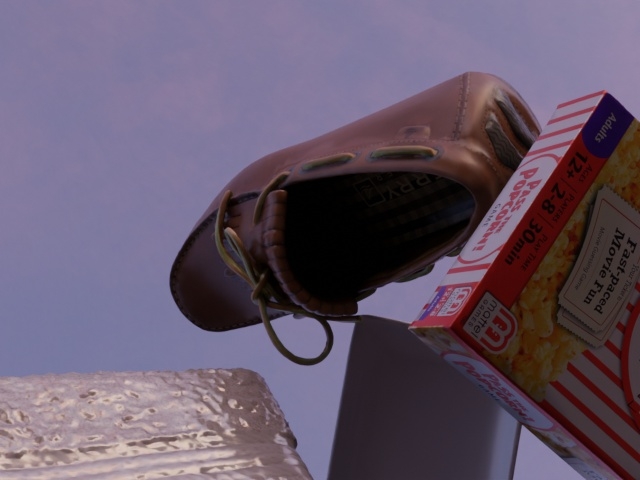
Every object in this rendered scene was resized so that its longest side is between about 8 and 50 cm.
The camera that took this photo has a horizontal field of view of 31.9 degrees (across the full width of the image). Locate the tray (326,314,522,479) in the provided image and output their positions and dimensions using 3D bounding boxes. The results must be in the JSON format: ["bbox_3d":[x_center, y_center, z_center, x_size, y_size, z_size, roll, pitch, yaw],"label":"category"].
[{"bbox_3d":[0.077,0.202,0.894,0.145,0.030,0.271,10,-87,11],"label":"tray"}]

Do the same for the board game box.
[{"bbox_3d":[0.159,0.045,0.557,0.193,0.045,0.147,40,-108,-15],"label":"board game box"}]

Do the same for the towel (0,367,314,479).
[{"bbox_3d":[-0.133,0.151,0.716,0.282,0.187,0.049,0,-56,-28],"label":"towel"}]

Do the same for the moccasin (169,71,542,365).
[{"bbox_3d":[0.002,0.003,0.871,0.139,0.380,0.147,56,-135,-17],"label":"moccasin"}]
